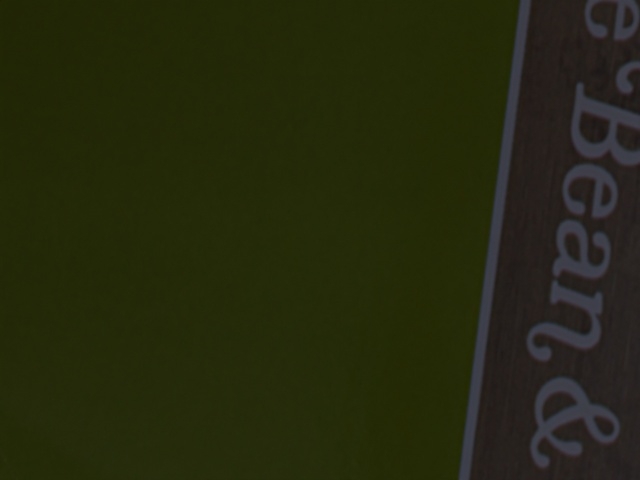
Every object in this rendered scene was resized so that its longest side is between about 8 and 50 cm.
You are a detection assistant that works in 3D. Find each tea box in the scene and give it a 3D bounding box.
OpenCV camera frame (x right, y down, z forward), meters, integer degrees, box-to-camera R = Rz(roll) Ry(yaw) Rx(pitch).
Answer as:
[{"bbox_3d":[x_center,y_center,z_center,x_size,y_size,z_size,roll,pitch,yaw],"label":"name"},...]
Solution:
[{"bbox_3d":[-0.034,0.001,0.452,0.220,0.324,0.329,18,79,-66],"label":"tea box"}]
